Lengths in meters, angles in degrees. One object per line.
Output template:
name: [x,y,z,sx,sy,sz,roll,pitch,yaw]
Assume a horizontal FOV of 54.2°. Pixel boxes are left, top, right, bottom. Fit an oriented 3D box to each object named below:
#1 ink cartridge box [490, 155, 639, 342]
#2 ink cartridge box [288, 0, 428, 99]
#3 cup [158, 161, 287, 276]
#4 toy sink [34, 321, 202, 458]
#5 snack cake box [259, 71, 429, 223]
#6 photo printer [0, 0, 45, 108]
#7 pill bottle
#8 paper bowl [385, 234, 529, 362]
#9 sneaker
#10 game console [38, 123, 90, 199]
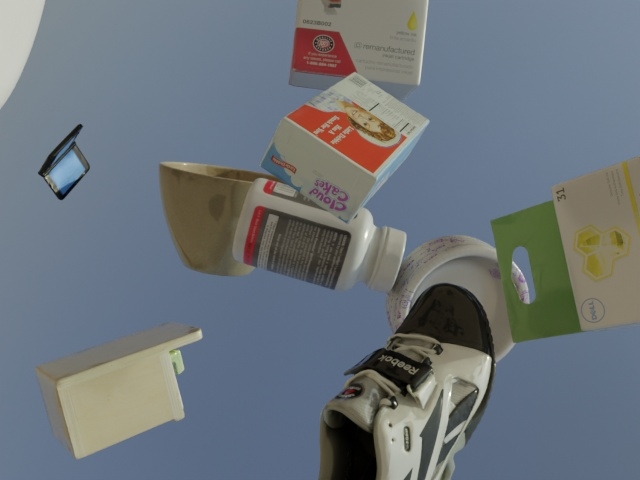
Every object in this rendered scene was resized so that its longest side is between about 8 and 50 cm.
ink cartridge box: [0.292,0.020,0.711,0.235,0.056,0.171,-21,-110,45]
ink cartridge box: [0.088,-0.529,1.373,0.160,0.280,0.384,-163,-101,-87]
cup: [-0.233,-0.048,1.499,0.331,0.331,0.236,20,-77,47]
toy sink: [-0.307,0.233,1.003,0.153,0.234,0.131,-2,-77,54]
snack cake box: [0.047,-0.147,0.932,0.089,0.152,0.264,-59,173,36]
photo printer: [-0.314,-0.256,0.494,0.107,0.307,0.255,5,-112,-1]
pill bottle: [0.000,0.000,1.245,0.319,0.176,0.176,16,-108,0]
paper bowl: [0.276,0.127,1.311,0.284,0.284,0.148,-51,-162,6]
sneaker: [0.079,0.165,0.636,0.123,0.146,0.330,-6,-130,43]
game console: [-0.521,-0.164,1.306,0.107,0.071,0.122,-36,-156,42]
